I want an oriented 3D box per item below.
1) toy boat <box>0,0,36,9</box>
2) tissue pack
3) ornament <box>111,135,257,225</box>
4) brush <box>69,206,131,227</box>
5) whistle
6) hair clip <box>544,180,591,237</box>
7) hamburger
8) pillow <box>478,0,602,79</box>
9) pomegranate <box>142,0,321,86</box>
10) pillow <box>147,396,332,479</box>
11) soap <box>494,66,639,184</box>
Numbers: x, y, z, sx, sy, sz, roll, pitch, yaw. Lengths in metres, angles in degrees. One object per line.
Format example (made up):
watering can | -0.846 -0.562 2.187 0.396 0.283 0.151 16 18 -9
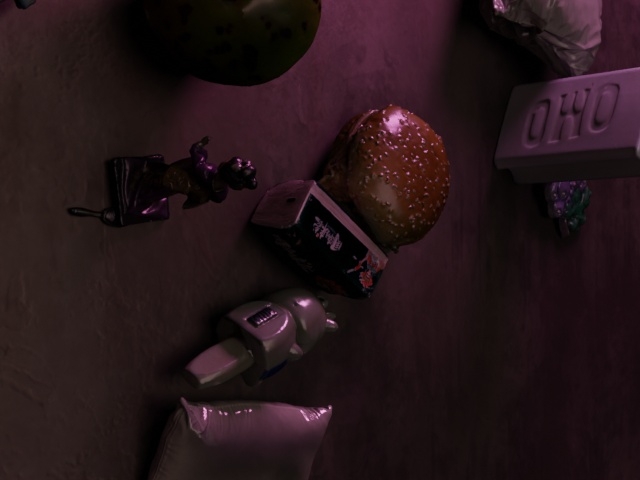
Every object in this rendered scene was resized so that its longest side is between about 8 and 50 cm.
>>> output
toy boat | -0.384 -0.376 1.019 0.133 0.145 0.332 -29 110 -10
tissue pack | -0.001 -0.001 1.379 0.170 0.103 0.090 46 64 -32
ornament | -0.146 -0.077 1.183 0.088 0.203 0.081 -12 90 -48
brush | -0.255 -0.030 1.208 0.083 0.008 0.024 10 84 -42
whistle | -0.074 0.126 1.315 0.244 0.110 0.092 -31 144 -40
hair clip | 0.425 -0.091 1.823 0.124 0.052 0.195 -47 128 -22
hamburger | 0.105 -0.095 1.468 0.189 0.122 0.215 54 54 -25
pillow | 0.381 -0.438 1.718 0.283 0.138 0.310 24 70 -40
pomegranate | -0.100 -0.287 1.253 0.263 0.211 0.211 -65 155 -84
pillow | -0.098 0.270 1.304 0.254 0.078 0.144 11 91 -42
soap | 0.422 -0.181 1.664 0.087 0.265 0.160 31 69 -38
